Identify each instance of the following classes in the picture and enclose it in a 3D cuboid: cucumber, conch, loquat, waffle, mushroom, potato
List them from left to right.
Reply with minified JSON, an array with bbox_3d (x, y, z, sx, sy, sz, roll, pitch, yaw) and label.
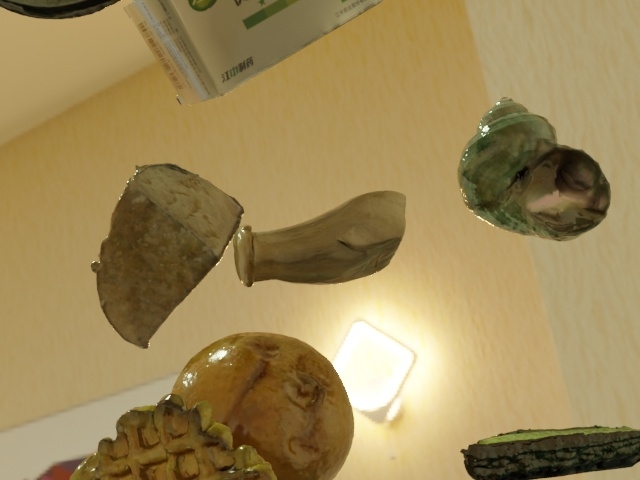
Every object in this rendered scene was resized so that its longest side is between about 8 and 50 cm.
[{"bbox_3d":[-0.289,0.011,1.664,0.211,0.189,0.264,35,-70,-13],"label":"potato"},{"bbox_3d":[-0.156,0.315,1.001,0.301,0.282,0.058,-45,-28,14],"label":"waffle"},{"bbox_3d":[-0.091,0.275,1.395,0.276,0.276,0.284,7,-48,-41],"label":"loquat"},{"bbox_3d":[0.006,0.008,1.297,0.246,0.108,0.096,-13,23,-3],"label":"mushroom"},{"bbox_3d":[0.329,-0.113,1.564,0.220,0.277,0.195,-29,-30,25],"label":"conch"},{"bbox_3d":[0.222,0.204,0.944,0.220,0.046,0.070,0,2,-19],"label":"cucumber"}]

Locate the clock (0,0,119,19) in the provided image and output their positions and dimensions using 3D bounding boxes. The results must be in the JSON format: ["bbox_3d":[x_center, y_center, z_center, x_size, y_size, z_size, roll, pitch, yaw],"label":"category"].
[{"bbox_3d":[-0.269,-0.378,0.976,0.312,0.061,0.313,-26,-48,-32],"label":"clock"}]

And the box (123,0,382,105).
[{"bbox_3d":[-0.093,-0.345,1.404,0.332,0.173,0.145,-35,16,-23],"label":"box"}]
